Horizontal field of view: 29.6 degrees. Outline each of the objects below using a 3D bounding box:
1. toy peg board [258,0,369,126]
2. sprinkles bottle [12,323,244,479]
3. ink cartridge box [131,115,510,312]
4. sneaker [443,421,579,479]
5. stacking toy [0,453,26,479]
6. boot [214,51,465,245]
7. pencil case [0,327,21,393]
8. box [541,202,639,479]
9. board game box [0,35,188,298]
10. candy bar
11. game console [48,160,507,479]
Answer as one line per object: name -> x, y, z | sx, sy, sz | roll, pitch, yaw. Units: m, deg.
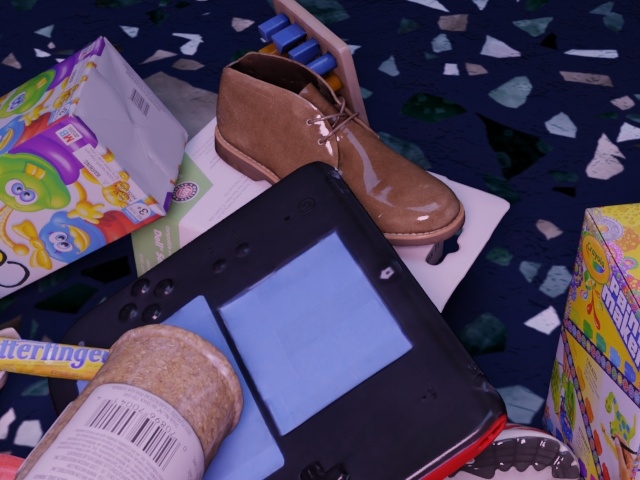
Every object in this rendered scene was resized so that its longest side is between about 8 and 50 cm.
toy peg board -> -0.024, -0.197, 1.496 | 0.079, 0.161, 0.161 | -33, 49, -13
sprinkles bottle -> -0.164, 0.197, 0.829 | 0.121, 0.121, 0.355 | 12, 31, 12
ink cartridge box -> 0.000, 0.000, 1.285 | 0.353, 0.119, 0.207 | 20, 45, 22
sneaker -> 0.086, 0.200, 1.075 | 0.279, 0.107, 0.118 | 6, 6, 0
stacking toy -> -0.290, 0.289, 0.838 | 0.279, 0.130, 0.309 | 26, 33, -8
boot -> 0.011, -0.093, 1.214 | 0.305, 0.115, 0.112 | 28, 47, 27
pencil case -> -0.383, 0.217, 0.987 | 0.183, 0.160, 0.410 | -15, 36, 18
box -> 0.370, 0.118, 1.036 | 0.290, 0.279, 0.177 | -5, 41, -8
board game box -> -0.294, -0.060, 1.232 | 0.275, 0.144, 0.142 | -25, 34, 25
candy bar -> -0.245, 0.103, 1.064 | 0.161, 0.018, 0.040 | 10, 46, -19
game console -> -0.063, 0.123, 1.042 | 0.342, 0.060, 0.386 | -38, 42, 4
